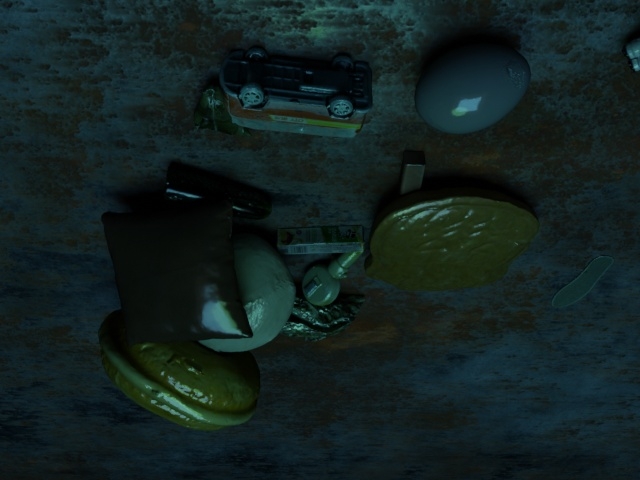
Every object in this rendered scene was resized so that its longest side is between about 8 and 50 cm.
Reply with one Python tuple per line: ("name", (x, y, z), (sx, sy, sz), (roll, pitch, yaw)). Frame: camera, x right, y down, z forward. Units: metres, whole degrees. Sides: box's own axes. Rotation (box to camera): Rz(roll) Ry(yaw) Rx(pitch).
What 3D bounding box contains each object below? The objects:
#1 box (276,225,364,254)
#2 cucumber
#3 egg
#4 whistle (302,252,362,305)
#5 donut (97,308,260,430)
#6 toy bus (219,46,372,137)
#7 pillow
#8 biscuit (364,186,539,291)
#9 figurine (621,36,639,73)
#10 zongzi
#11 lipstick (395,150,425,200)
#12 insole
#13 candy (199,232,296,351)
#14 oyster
("box", (0.000, 0.000, 1.457), (0.207, 0.049, 0.041), (-2, 143, 3))
("cucumber", (-0.217, -0.093, 1.334), (0.242, 0.074, 0.074), (16, 137, -18))
("egg", (0.261, -0.262, 1.073), (0.199, 0.146, 0.146), (-17, 137, 9))
("whistle", (0.028, 0.079, 1.520), (0.057, 0.104, 0.198), (9, 132, -48))
("donut", (-0.348, 0.307, 1.571), (0.449, 0.449, 0.198), (29, 98, -29))
("toy bus", (-0.045, -0.257, 1.111), (0.265, 0.121, 0.119), (4, 149, -5))
("pillow", (-0.306, 0.078, 1.320), (0.306, 0.108, 0.307), (-4, 100, 16))
("biscuit", (0.293, 0.014, 1.420), (0.386, 0.062, 0.365), (2, 144, -12))
("figurine", (0.618, -0.342, 1.012), (0.229, 0.111, 0.137), (-17, 130, 39))
("zongzi", (-0.171, -0.241, 1.165), (0.119, 0.055, 0.109), (14, 153, -17))
("lipstick", (0.189, -0.121, 1.317), (0.045, 0.045, 0.145), (3, 140, 1))
("insole", (0.681, 0.111, 1.616), (0.080, 0.003, 0.232), (11, 138, -12))
("candy", (-0.199, 0.129, 1.448), (0.296, 0.185, 0.295), (2, 100, 13))
("oyster", (-0.053, 0.192, 1.630), (0.351, 0.162, 0.158), (-4, 101, -7))
